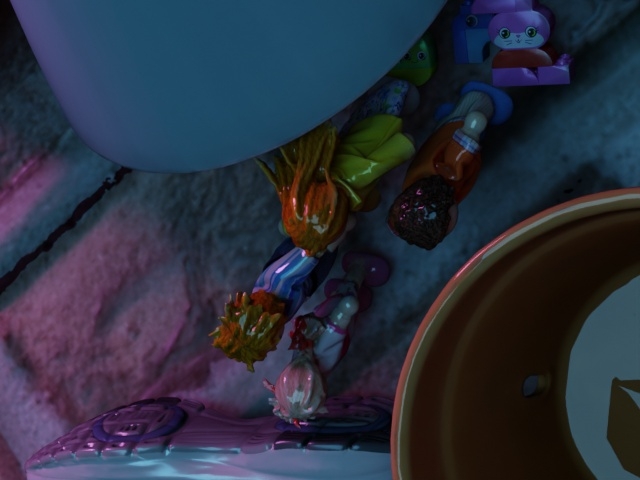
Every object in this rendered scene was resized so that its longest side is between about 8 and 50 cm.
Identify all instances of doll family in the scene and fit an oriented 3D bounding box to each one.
[{"bbox_3d":[0.000,0.000,0.914,0.118,0.163,0.263,31,129,0],"label":"doll family"}]

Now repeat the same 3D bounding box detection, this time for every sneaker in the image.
[{"bbox_3d":[-0.071,0.179,1.040,0.297,0.111,0.129,-1,105,23],"label":"sneaker"}]

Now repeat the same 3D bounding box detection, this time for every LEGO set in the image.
[{"bbox_3d":[0.050,-0.151,0.960,0.227,0.087,0.093,0,111,21],"label":"LEGO set"}]

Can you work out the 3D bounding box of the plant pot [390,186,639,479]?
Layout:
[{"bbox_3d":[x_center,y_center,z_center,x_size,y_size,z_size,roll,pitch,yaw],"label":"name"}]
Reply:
[{"bbox_3d":[0.210,0.106,0.867,0.291,0.203,0.291,3,97,22],"label":"plant pot"}]

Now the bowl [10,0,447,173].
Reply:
[{"bbox_3d":[-0.076,-0.210,0.880,0.311,0.163,0.312,-18,51,24],"label":"bowl"}]
